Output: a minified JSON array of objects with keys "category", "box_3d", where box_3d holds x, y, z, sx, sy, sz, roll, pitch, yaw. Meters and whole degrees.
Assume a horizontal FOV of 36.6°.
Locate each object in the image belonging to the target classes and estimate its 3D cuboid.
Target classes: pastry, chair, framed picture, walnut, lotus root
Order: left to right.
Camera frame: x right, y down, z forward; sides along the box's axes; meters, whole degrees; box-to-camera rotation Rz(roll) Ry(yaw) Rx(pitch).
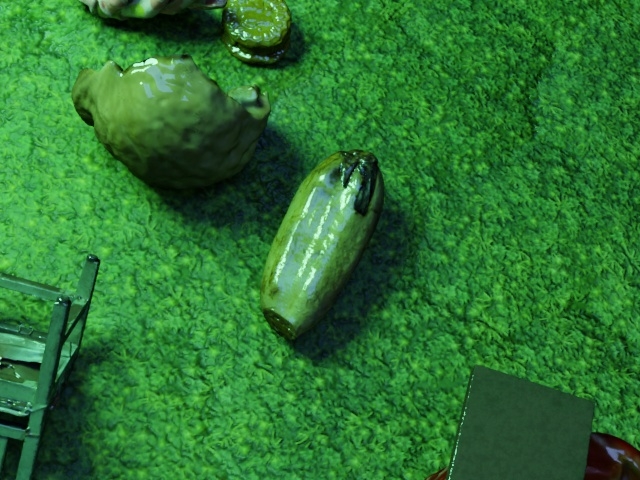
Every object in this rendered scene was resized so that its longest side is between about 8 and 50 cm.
[{"category":"chair","box_3d":[-0.342,0.142,1.046,0.136,0.147,0.270,14,108,-5]},{"category":"walnut","box_3d":[-0.176,-0.137,1.159,0.238,0.204,0.141,0,81,-13]},{"category":"pastry","box_3d":[-0.087,-0.294,1.319,0.097,0.057,0.109,-25,74,-20]},{"category":"lotus root","box_3d":[0.000,0.000,1.196,0.110,0.097,0.258,26,71,6]},{"category":"framed picture","box_3d":[0.193,0.216,0.943,0.128,0.023,0.168,18,58,3]}]

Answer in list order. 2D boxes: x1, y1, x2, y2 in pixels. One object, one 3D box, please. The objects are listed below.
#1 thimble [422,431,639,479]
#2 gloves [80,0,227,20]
[{"category":"thimble","box_3d":[0.229,0.378,1.015,0.350,0.230,0.350,4,68,-11]},{"category":"gloves","box_3d":[-0.235,-0.348,1.274,0.241,0.126,0.145,31,40,4]}]
